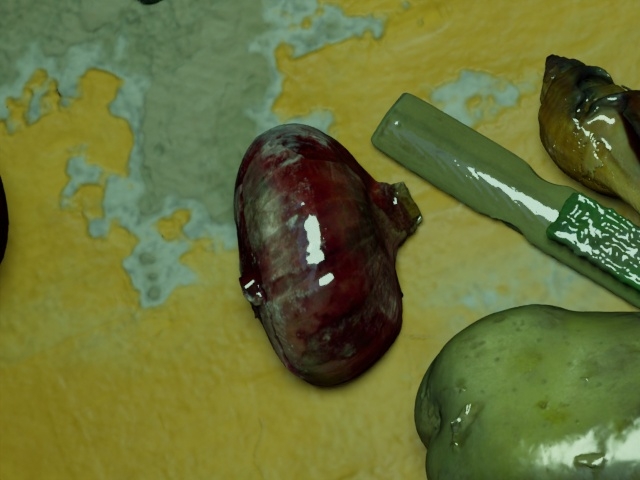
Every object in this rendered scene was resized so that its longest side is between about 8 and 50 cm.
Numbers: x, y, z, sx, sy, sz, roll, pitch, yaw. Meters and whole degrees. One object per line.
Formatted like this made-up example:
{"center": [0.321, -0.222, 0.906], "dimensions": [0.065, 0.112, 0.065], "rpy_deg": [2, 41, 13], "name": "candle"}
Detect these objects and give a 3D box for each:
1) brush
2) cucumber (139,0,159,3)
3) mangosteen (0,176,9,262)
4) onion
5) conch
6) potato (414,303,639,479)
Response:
{"center": [0.164, -0.027, 1.098], "dimensions": [0.282, 0.048, 0.054], "rpy_deg": [32, 84, 17], "name": "brush"}
{"center": [-0.123, -0.246, 1.207], "dimensions": [0.067, 0.035, 0.107], "rpy_deg": [42, 91, 15], "name": "cucumber"}
{"center": [-0.367, -0.028, 1.098], "dimensions": [0.235, 0.261, 0.236], "rpy_deg": [-3, 77, 13], "name": "mangosteen"}
{"center": [0.000, 0.000, 1.099], "dimensions": [0.151, 0.098, 0.206], "rpy_deg": [-25, 75, 8], "name": "onion"}
{"center": [0.229, -0.067, 1.056], "dimensions": [0.232, 0.080, 0.086], "rpy_deg": [38, 132, 45], "name": "conch"}
{"center": [0.207, 0.130, 1.000], "dimensions": [0.296, 0.141, 0.192], "rpy_deg": [-9, 42, 21], "name": "potato"}
